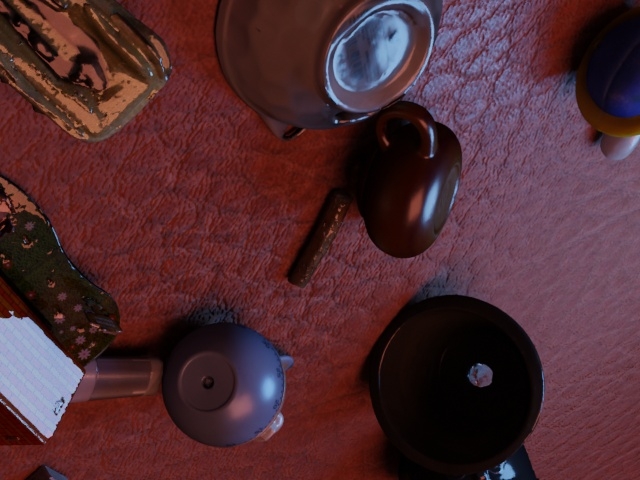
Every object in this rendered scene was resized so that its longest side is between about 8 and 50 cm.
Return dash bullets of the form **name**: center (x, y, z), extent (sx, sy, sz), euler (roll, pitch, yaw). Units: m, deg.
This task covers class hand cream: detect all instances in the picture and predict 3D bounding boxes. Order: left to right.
- **hand cream**: center (-0.311, 0.164, 1.266), extent (0.255, 0.048, 0.079), euler (1, 114, -37)

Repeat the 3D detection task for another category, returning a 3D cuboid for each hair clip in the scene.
- **hair clip**: center (-0.276, -0.219, 0.933), extent (0.138, 0.091, 0.321), euler (-44, 130, 0)

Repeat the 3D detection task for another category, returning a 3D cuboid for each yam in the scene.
- **yam**: center (0.000, 0.000, 1.391), extent (0.032, 0.032, 0.145), euler (7, 121, -42)

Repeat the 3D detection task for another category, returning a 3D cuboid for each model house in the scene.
- **model house**: center (-0.324, 0.094, 1.086), extent (0.207, 0.154, 0.294), euler (-36, 130, -7)

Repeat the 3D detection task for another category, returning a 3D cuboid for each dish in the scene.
- **dish**: center (0.033, -0.224, 1.152), extent (0.303, 0.120, 0.303), euler (-21, 134, -23)

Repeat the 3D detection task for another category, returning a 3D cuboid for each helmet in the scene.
- **helmet**: center (0.235, 0.367, 1.790), extent (0.231, 0.160, 0.279), euler (-11, 175, -8)

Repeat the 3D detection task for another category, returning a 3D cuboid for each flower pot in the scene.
- **flower pot**: center (0.227, 0.213, 1.629), extent (0.269, 0.269, 0.166), euler (-56, 159, 15)

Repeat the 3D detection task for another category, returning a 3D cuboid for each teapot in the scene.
- **teapot**: center (0.097, -0.082, 1.323), extent (0.252, 0.135, 0.178), euler (83, 26, -52)

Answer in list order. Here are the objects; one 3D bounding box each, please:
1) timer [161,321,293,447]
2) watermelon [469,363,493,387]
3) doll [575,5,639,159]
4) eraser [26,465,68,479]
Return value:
- **timer**: center (-0.101, 0.206, 1.389), extent (0.175, 0.175, 0.255), euler (-44, 141, 1)
- **watermelon**: center (0.272, 0.203, 1.768), extent (0.187, 0.071, 0.139), euler (-16, 127, -17)
- **doll**: center (0.492, -0.252, 1.471), extent (0.243, 0.159, 0.311), euler (26, 102, -47)
- **eraser**: center (-0.386, 0.348, 1.382), extent (0.122, 0.029, 0.052), euler (-42, 140, -3)
